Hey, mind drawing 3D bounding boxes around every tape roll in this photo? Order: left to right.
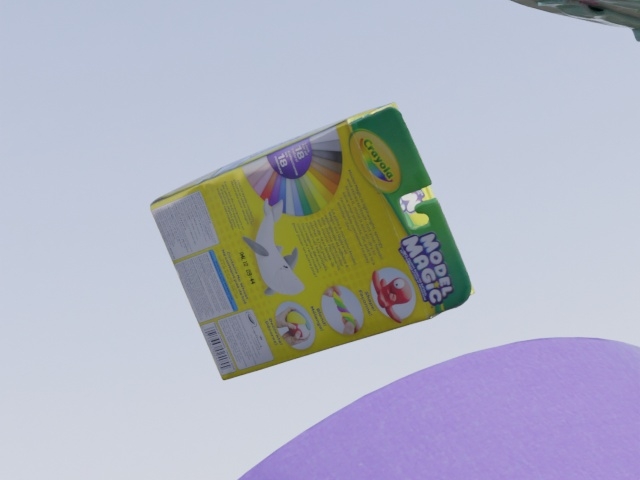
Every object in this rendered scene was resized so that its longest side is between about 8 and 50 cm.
[{"bbox_3d":[0.050,0.166,0.573,0.274,0.090,0.275,-19,-48,-23],"label":"tape roll"}]

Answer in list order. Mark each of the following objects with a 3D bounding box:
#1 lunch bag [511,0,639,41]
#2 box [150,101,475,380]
[{"bbox_3d":[0.235,-0.272,1.390,0.108,0.224,0.279,-2,-3,44],"label":"lunch bag"},{"bbox_3d":[0.000,0.000,0.893,0.179,0.105,0.043,-19,5,46],"label":"box"}]
